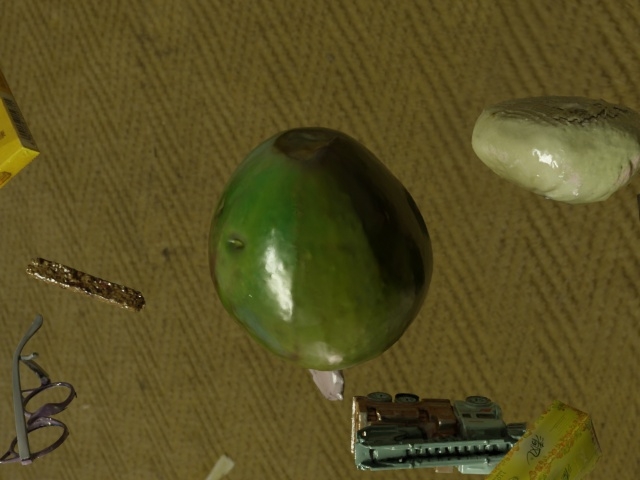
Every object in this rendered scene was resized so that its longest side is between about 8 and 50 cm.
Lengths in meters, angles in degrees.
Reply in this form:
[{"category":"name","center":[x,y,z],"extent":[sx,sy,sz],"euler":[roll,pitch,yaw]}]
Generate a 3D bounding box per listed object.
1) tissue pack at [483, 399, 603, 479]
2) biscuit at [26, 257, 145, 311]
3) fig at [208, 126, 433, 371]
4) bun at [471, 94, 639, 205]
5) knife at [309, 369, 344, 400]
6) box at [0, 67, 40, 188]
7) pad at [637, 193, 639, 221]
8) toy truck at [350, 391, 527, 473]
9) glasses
[{"category":"tissue pack","center":[0.302,0.313,1.094],"extent":[0.062,0.176,0.095],"euler":[20,143,51]},{"category":"biscuit","center":[-0.385,0.074,1.333],"extent":[0.199,0.064,0.034],"euler":[18,76,2]},{"category":"fig","center":[0.000,0.000,0.640],"extent":[0.181,0.181,0.191],"euler":[19,140,25]},{"category":"bun","center":[0.386,-0.147,1.304],"extent":[0.273,0.273,0.168],"euler":[14,114,26]},{"category":"knife","center":[-0.050,0.153,1.477],"extent":[0.398,0.038,0.132],"euler":[50,151,47]},{"category":"box","center":[-0.497,-0.183,1.122],"extent":[0.152,0.043,0.269],"euler":[-36,69,15]},{"category":"pad","center":[0.239,0.059,0.531],"extent":[0.004,0.127,0.190],"euler":[-5,90,3]},{"category":"toy truck","center":[0.232,0.387,1.565],"extent":[0.338,0.184,0.132],"euler":[2,97,0]},{"category":"glasses","center":[-0.279,0.132,0.766],"extent":[0.063,0.140,0.103],"euler":[-13,115,-5]}]
